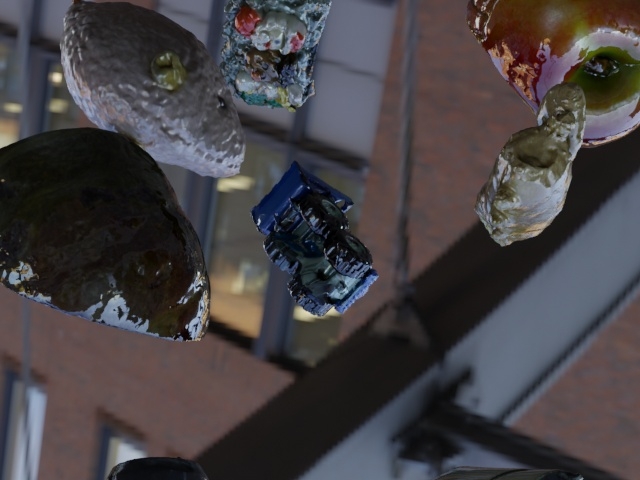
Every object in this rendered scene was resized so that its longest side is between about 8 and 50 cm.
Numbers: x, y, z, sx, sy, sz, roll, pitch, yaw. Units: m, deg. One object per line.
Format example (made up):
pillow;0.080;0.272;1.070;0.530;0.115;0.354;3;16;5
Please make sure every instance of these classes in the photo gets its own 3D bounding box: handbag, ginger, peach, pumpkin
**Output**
handbag;0.184;0.347;1.921;0.241;0.109;0.315;-29;-176;-19
ginger;0.196;-0.051;1.537;0.081;0.205;0.115;10;-132;-7
peach;0.313;-0.257;1.978;0.245;0.248;0.274;-28;-145;-2
pumpkin;-0.200;-0.005;1.662;0.312;0.169;0.148;19;-167;-37

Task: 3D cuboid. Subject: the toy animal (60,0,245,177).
toy animal;-0.259;-0.234;2.359;0.358;0.188;0.226;41;-164;17

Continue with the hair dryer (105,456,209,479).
hair dryer;-0.151;0.344;1.645;0.107;0.189;0.352;-2;160;0

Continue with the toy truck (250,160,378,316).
toy truck;0.000;0.000;2.275;0.126;0.113;0.208;13;-143;-50

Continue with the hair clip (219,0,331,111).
hair clip;-0.066;-0.233;2.099;0.138;0.091;0.321;9;160;0
